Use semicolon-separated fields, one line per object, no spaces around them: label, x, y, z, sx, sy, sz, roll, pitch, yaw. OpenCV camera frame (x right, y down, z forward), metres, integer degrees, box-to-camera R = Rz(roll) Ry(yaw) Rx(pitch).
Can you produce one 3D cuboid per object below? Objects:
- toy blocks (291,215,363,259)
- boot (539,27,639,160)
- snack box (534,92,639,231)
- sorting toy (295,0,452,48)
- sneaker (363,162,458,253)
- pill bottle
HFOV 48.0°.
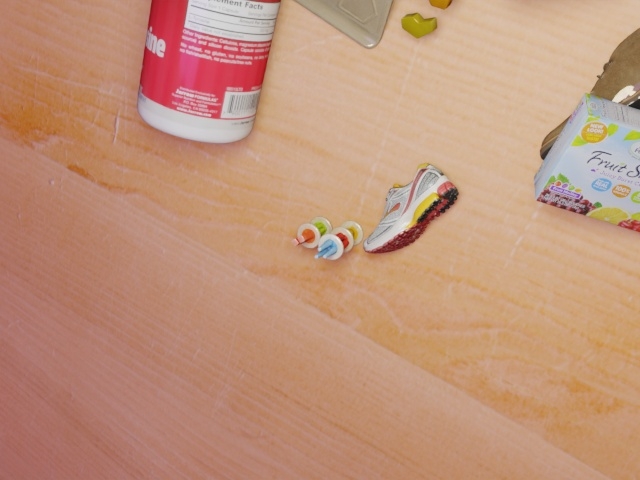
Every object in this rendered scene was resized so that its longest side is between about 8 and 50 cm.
toy blocks;0.000;0.000;1.398;0.123;0.148;0.054;8;110;25
boot;0.469;-0.231;1.126;0.305;0.112;0.115;-37;57;36
snack box;0.461;-0.112;1.099;0.207;0.070;0.174;16;135;-4
sorting toy;0.082;-0.448;1.236;0.307;0.041;0.229;37;147;11
sneaker;0.158;-0.054;1.348;0.225;0.088;0.092;-45;63;31
pill bottle;-0.197;-0.404;1.320;0.229;0.229;0.407;24;116;19
